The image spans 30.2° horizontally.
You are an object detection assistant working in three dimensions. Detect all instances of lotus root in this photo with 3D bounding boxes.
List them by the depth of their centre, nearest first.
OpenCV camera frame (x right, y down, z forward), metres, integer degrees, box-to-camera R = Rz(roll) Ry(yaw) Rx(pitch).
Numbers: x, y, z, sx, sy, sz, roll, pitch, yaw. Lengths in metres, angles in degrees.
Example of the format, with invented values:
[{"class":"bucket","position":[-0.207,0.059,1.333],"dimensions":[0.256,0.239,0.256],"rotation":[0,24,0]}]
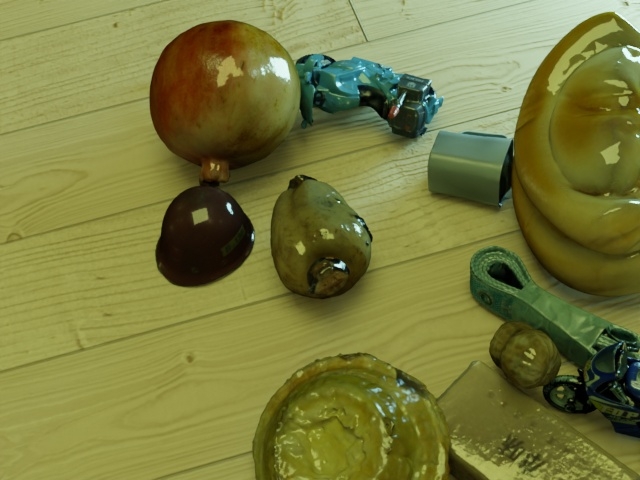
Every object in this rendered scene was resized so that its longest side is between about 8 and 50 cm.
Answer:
[{"class":"lotus root","position":[0.000,0.000,1.823],"dimensions":[0.154,0.140,0.257],"rotation":[-20,42,7]}]

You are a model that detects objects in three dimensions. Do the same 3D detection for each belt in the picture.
[{"class":"belt","position":[0.345,0.109,1.742],"dimensions":[0.302,0.072,0.087],"rotation":[35,59,29]}]

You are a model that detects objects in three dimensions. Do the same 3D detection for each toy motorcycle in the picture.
[{"class":"toy motorcycle","position":[0.456,0.214,1.590],"dimensions":[0.315,0.169,0.113],"rotation":[12,53,16]},{"class":"toy motorcycle","position":[0.064,-0.248,2.012],"dimensions":[0.272,0.123,0.182],"rotation":[17,41,15]}]

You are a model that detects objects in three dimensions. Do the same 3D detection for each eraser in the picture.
[{"class":"eraser","position":[0.296,0.313,1.588],"dimensions":[0.343,0.078,0.144],"rotation":[35,65,28]}]

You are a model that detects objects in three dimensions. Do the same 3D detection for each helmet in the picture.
[{"class":"helmet","position":[-0.195,-0.021,1.881],"dimensions":[0.155,0.106,0.175],"rotation":[33,66,27]}]

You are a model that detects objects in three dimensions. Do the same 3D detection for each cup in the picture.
[{"class":"cup","position":[0.251,-0.130,1.924],"dimensions":[0.129,0.095,0.128],"rotation":[12,53,16]}]

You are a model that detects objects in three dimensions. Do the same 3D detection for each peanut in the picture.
[{"class":"peanut","position":[0.286,0.158,1.658],"dimensions":[0.089,0.089,0.193],"rotation":[-8,8,-1]}]

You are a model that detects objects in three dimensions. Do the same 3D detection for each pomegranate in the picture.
[{"class":"pomegranate","position":[-0.160,-0.217,1.944],"dimensions":[0.252,0.229,0.270],"rotation":[-14,63,42]}]

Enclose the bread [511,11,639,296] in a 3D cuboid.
[{"class":"bread","position":[0.458,-0.128,1.802],"dimensions":[0.329,0.245,0.424],"rotation":[6,58,10]}]

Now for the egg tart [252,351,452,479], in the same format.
[{"class":"egg tart","position":[0.032,0.279,1.573],"dimensions":[0.290,0.115,0.290],"rotation":[-8,66,17]}]
